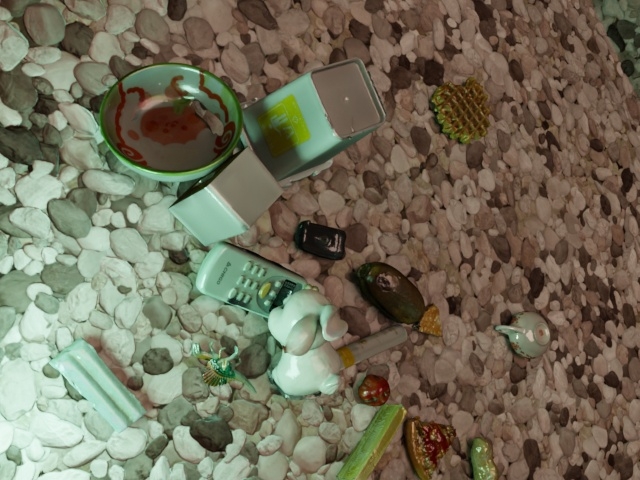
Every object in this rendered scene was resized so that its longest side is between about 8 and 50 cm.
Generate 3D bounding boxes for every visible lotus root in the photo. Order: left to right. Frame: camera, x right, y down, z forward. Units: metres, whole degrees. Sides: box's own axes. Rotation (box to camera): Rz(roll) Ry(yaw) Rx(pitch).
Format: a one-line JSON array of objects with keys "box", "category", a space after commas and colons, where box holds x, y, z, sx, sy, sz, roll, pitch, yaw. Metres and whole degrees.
[{"box": [0.207, 0.149, 1.796, 0.241, 0.124, 0.123, 46, 62, -20], "category": "lotus root"}]

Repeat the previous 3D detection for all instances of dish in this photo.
[{"box": [-0.350, -0.261, 1.494, 0.324, 0.124, 0.324, 5, 63, -9], "category": "dish"}]

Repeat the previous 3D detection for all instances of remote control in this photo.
[{"box": [-0.165, 0.105, 1.549, 0.296, 0.056, 0.140, 28, 90, -40], "category": "remote control"}]

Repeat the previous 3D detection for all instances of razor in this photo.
[{"box": [0.000, 0.000, 1.733, 0.148, 0.054, 0.090, 16, 72, -29], "category": "razor"}]

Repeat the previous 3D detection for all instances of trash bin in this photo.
[{"box": [-0.013, -0.307, 1.598, 0.296, 0.367, 0.256, -24, 93, -35], "category": "trash bin"}]

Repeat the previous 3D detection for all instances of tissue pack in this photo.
[{"box": [-0.226, -0.099, 1.491, 0.136, 0.246, 0.159, 49, 58, -16], "category": "tissue pack"}]

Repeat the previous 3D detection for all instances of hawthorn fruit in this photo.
[{"box": [0.151, 0.416, 1.728, 0.093, 0.093, 0.093, 7, 77, -32], "category": "hawthorn fruit"}]

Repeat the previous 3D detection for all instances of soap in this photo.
[{"box": [0.143, 0.549, 1.693, 0.037, 0.092, 0.252, 49, 59, -13], "category": "soap"}]

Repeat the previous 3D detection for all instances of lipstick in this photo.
[{"box": [0.133, 0.300, 1.757, 0.263, 0.059, 0.059, -17, 90, -34], "category": "lipstick"}]

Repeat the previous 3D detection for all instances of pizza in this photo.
[{"box": [0.338, 0.262, 1.918, 0.109, 0.026, 0.123, 53, 56, -16], "category": "pizza"}, {"box": [0.337, 0.587, 1.832, 0.198, 0.062, 0.188, -18, 93, -35], "category": "pizza"}]

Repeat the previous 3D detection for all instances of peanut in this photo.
[{"box": [0.502, 0.686, 1.907, 0.080, 0.080, 0.175, -8, 87, -34], "category": "peanut"}]

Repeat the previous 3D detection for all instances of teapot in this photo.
[{"box": [0.695, 0.313, 2.103, 0.245, 0.116, 0.159, 22, 80, -22], "category": "teapot"}]

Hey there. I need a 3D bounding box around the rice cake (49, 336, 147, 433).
[{"box": [-0.480, 0.319, 1.365, 0.085, 0.040, 0.226, -45, 105, -32], "category": "rice cake"}]

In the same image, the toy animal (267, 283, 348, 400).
[{"box": [-0.032, 0.240, 1.526, 0.182, 0.310, 0.247, -7, 39, -15], "category": "toy animal"}]

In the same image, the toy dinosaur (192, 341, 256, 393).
[{"box": [-0.238, 0.318, 1.529, 0.106, 0.044, 0.187, -26, 108, -21], "category": "toy dinosaur"}]

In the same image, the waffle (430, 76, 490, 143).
[{"box": [0.482, -0.456, 2.139, 0.253, 0.056, 0.249, 16, 72, -29], "category": "waffle"}]
